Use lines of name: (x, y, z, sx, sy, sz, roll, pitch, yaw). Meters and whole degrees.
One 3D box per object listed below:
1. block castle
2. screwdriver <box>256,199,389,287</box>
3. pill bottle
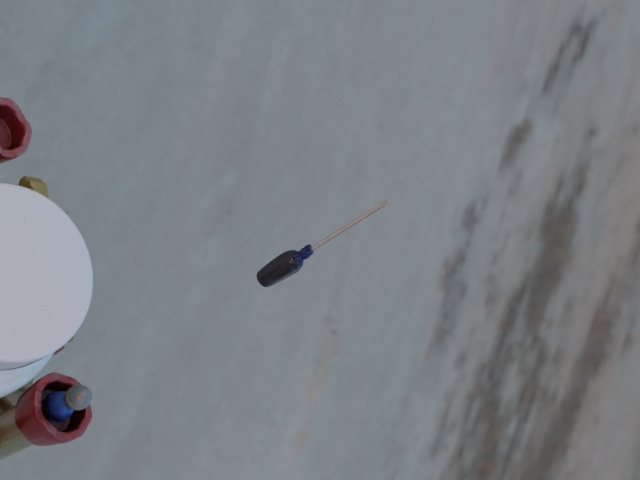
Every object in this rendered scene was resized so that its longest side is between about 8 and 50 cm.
block castle: (-0.449, 0.042, 1.962, 0.303, 0.213, 0.453, 3, 67, -48)
screwdriver: (0.000, 0.000, 1.586, 0.025, 0.170, 0.024, 26, 43, -35)
pill bottle: (-0.277, 0.051, 1.203, 0.264, 0.153, 0.153, -24, -146, 55)
